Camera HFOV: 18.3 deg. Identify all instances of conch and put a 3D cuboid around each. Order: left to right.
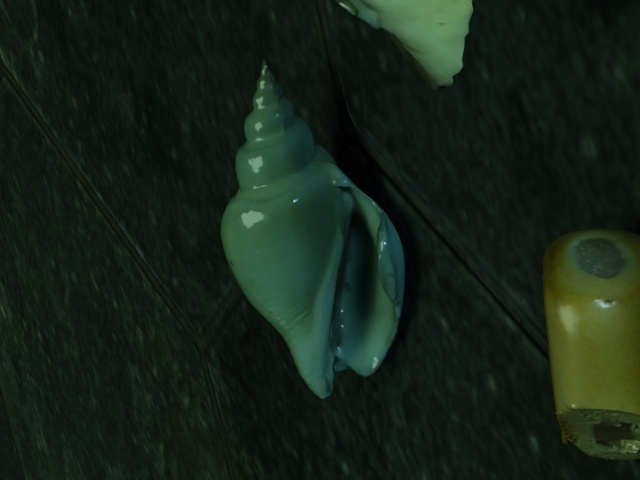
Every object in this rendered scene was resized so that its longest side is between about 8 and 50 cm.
[{"bbox_3d":[0.000,-0.003,0.931,0.065,0.088,0.180,-62,-37,-56],"label":"conch"}]

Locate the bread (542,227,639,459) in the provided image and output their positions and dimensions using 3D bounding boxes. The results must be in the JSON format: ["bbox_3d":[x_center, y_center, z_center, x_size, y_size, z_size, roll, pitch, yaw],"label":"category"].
[{"bbox_3d":[0.107,0.049,0.712,0.062,0.049,0.103,-74,-24,-65],"label":"bread"}]

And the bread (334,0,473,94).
[{"bbox_3d":[-0.146,-0.263,0.676,0.345,0.405,0.242,-108,31,-56],"label":"bread"}]
